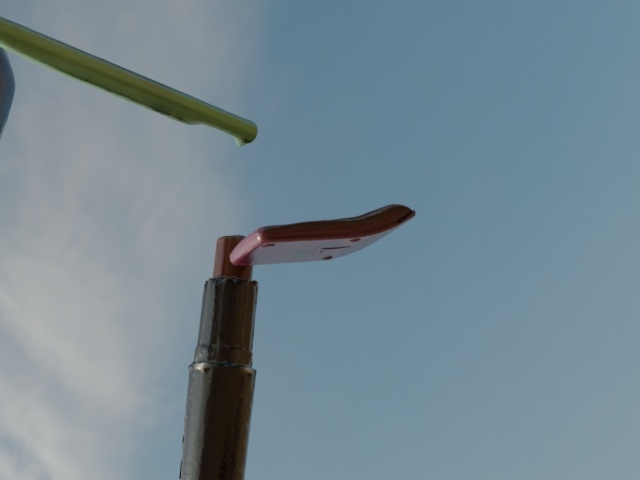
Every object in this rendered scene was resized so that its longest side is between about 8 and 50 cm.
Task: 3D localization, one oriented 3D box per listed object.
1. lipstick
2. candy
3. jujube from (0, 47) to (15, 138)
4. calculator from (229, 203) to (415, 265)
[{"bbox_3d":[-0.113,0.140,1.138,0.081,0.081,0.300,19,-110,-48],"label":"lipstick"},{"bbox_3d":[-0.197,-0.133,0.636,0.440,0.119,0.119,16,-76,-46],"label":"candy"},{"bbox_3d":[-0.391,-0.116,0.927,0.243,0.183,0.183,-72,-20,-49],"label":"jujube"},{"bbox_3d":[0.000,0.000,1.089,0.190,0.126,0.034,-9,-100,-23],"label":"calculator"}]
